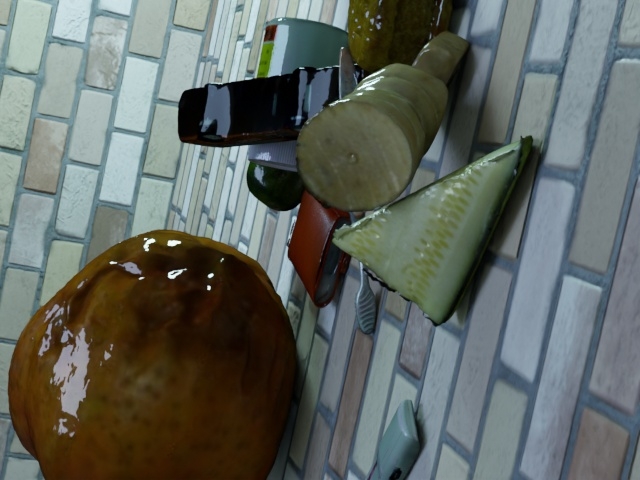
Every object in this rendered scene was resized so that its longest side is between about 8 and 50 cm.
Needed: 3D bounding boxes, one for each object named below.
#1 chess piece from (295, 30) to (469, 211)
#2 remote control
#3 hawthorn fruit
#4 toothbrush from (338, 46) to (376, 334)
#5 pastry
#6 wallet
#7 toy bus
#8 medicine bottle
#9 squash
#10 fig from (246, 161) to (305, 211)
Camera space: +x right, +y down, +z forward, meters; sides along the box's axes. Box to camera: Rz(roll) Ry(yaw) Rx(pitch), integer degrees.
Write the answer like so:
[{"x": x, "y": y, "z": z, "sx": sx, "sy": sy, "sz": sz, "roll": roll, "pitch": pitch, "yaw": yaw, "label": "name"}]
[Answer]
[{"x": 0.087, "y": -0.141, "z": 1.546, "sx": 0.301, "sy": 0.137, "sz": 0.137, "roll": -46, "pitch": -21, "yaw": -58, "label": "chess piece"}, {"x": 0.077, "y": 0.256, "z": 1.585, "sx": 0.065, "sy": 0.029, "sz": 0.166, "roll": -97, "pitch": 23, "yaw": -47, "label": "remote control"}, {"x": -0.247, "y": 0.199, "z": 2.090, "sx": 0.472, "sy": 0.471, "sz": 0.472, "roll": -169, "pitch": 90, "yaw": -75, "label": "hawthorn fruit"}, {"x": 0.046, "y": -0.066, "z": 1.785, "sx": 0.037, "sy": 0.028, "sz": 0.375, "roll": 167, "pitch": 99, "yaw": -81, "label": "toothbrush"}, {"x": 0.098, "y": -0.297, "z": 1.733, "sx": 0.189, "sy": 0.103, "sz": 0.189, "roll": -176, "pitch": 90, "yaw": -78, "label": "pastry"}, {"x": 0.000, "y": 0.000, "z": 2.029, "sx": 0.204, "sy": 0.045, "sz": 0.142, "roll": -122, "pitch": 47, "yaw": -68, "label": "wallet"}, {"x": -0.060, "y": -0.188, "z": 1.975, "sx": 0.409, "sy": 0.092, "sz": 0.093, "roll": 0, "pitch": 83, "yaw": 48, "label": "toy bus"}, {"x": -0.034, "y": -0.224, "z": 2.130, "sx": 0.139, "sy": 0.139, "sz": 0.225, "roll": -178, "pitch": 98, "yaw": -75, "label": "medicine bottle"}, {"x": 0.128, "y": -0.058, "z": 1.461, "sx": 0.093, "sy": 0.169, "sz": 0.252, "roll": -29, "pitch": -31, "yaw": -47, "label": "squash"}, {"x": -0.054, "y": -0.137, "z": 2.241, "sx": 0.177, "sy": 0.117, "sz": 0.117, "roll": -68, "pitch": 15, "yaw": 1, "label": "fig"}]
